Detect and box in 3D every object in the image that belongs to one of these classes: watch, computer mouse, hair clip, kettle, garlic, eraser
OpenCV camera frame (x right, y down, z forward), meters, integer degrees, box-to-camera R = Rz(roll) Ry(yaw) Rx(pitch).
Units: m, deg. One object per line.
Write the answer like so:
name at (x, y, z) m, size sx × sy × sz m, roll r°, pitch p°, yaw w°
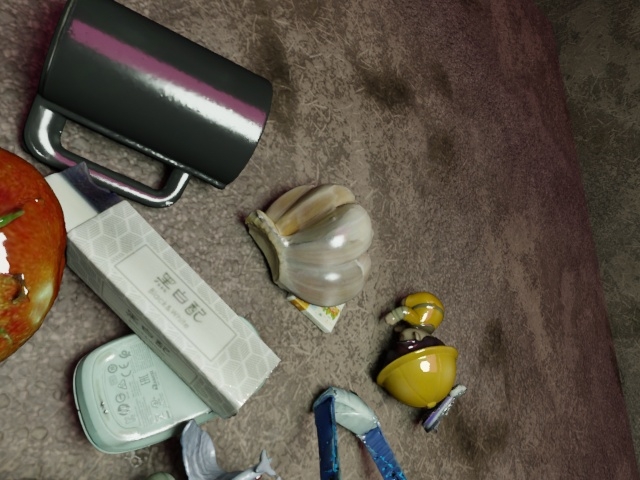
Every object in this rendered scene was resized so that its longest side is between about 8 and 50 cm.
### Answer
watch at (0.102, 0.410, 0.778) m, size 0.276 × 0.068 × 0.274 m, roll 42°, pitch 9°, yaw -17°
computer mouse at (-0.214, 0.206, 0.664) m, size 0.288 × 0.097 × 0.160 m, roll -14°, pitch 71°, yaw -36°
hair clip at (0.274, 0.391, 0.981) m, size 0.049 × 0.172 × 0.116 m, roll 32°, pitch 59°, yaw 17°
kettle at (-0.275, -0.217, 0.711) m, size 0.307 × 0.262 × 0.203 m, roll 20°, pitch 29°, yaw -31°
garlic at (0.000, 0.000, 0.874) m, size 0.291 × 0.237 × 0.210 m, roll -14°, pitch 130°, yaw -30°
eraser at (-0.235, 0.070, 0.612) m, size 0.404 × 0.096 × 0.098 m, roll 45°, pitch 50°, yaw 1°

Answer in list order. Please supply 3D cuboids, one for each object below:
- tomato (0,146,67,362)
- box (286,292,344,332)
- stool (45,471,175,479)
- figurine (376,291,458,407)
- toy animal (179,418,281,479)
tomato at (-0.423, 0.013, 0.438) m, size 0.303 × 0.239 × 0.304 m, roll -4°, pitch 99°, yaw -25°
box at (0.022, 0.076, 0.946) m, size 0.122 × 0.032 × 0.220 m, roll 45°, pitch 54°, yaw -19°
stool at (-0.276, 0.380, 0.494) m, size 0.198 × 0.195 × 0.196 m, roll 17°, pitch 67°, yaw -34°
figurine at (0.226, 0.242, 0.975) m, size 0.192 × 0.167 × 0.257 m, roll 40°, pitch 54°, yaw -40°
toy animal at (-0.128, 0.363, 0.587) m, size 0.239 × 0.176 × 0.255 m, roll 63°, pitch 18°, yaw 20°
